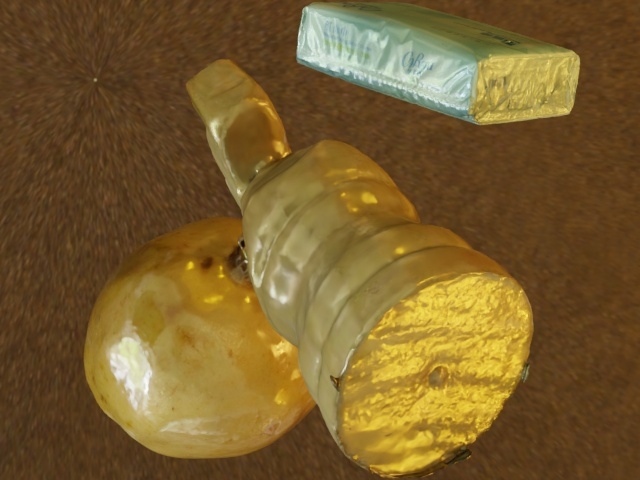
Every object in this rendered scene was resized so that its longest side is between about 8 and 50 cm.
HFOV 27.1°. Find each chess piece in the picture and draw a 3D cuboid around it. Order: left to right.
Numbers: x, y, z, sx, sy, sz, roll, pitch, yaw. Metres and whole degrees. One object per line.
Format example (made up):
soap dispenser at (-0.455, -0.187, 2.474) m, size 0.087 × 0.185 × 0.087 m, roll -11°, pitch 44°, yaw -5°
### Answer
chess piece at (0.000, 0.000, 0.809) m, size 0.137 × 0.301 × 0.137 m, roll -15°, pitch 126°, yaw -21°

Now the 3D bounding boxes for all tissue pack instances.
tissue pack at (0.126, -0.199, 1.445) m, size 0.177 × 0.263 × 0.089 m, roll -10°, pitch 114°, yaw -43°

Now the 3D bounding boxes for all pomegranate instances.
pomegranate at (-0.121, 0.113, 1.482) m, size 0.307 × 0.307 × 0.307 m, roll -1°, pitch 97°, yaw -9°
